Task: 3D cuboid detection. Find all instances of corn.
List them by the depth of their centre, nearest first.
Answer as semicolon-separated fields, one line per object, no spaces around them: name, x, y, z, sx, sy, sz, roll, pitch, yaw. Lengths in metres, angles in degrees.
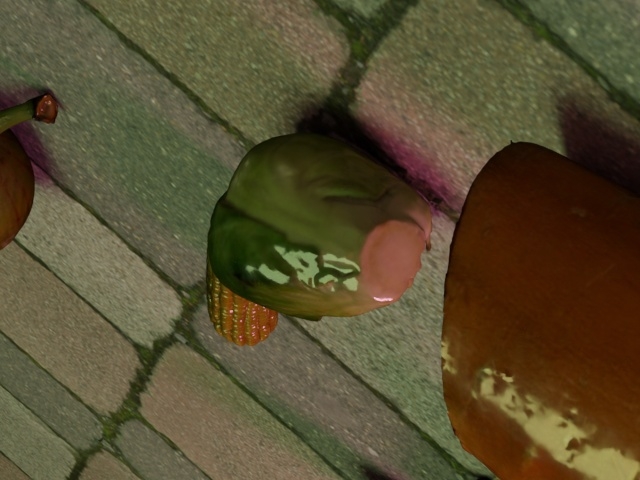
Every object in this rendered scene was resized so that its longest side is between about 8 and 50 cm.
corn;-0.067;0.031;1.511;0.068;0.068;0.207;34;156;16

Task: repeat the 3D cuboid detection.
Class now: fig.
fig;-0.334;-0.070;1.663;0.151;0.151;0.259;44;154;-6

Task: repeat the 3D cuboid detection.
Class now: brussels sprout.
brussels sprout;-0.006;-0.005;1.260;0.145;0.131;0.183;39;163;-8

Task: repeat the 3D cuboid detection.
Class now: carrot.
carrot;0.217;0.107;1.016;0.331;0.193;0.214;28;118;20

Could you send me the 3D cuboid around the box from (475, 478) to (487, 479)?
box;0.164;0.270;1.628;0.091;0.031;0.126;36;157;12
